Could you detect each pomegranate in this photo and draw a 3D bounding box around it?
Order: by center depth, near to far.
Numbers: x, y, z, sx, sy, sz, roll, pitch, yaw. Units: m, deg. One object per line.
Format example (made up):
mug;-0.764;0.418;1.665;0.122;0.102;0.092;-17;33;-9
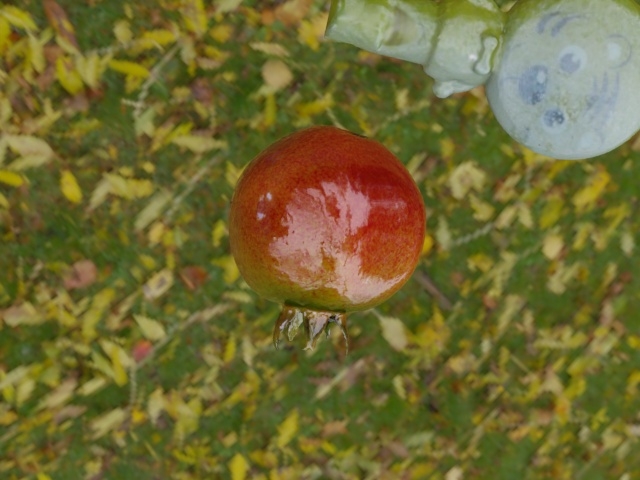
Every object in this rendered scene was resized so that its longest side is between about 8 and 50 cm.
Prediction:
pomegranate;0.000;0.000;1.491;0.221;0.221;0.256;13;85;-41

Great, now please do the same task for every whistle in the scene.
whistle;0.102;-0.111;0.781;0.198;0.057;0.104;14;110;-1
